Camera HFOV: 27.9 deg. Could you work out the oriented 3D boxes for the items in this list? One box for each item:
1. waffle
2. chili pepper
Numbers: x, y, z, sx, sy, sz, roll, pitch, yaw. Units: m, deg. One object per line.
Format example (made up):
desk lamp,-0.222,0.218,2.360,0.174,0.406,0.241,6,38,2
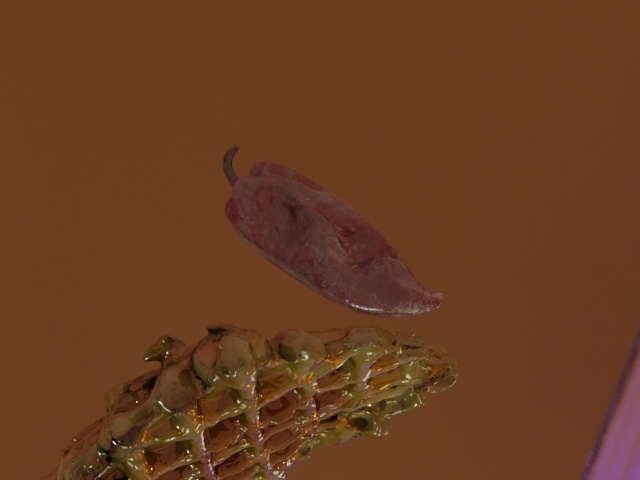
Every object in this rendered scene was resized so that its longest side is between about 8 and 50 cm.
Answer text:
waffle,-0.060,0.141,1.013,0.297,0.317,0.073,3,-125,-46
chili pepper,0.000,0.000,0.689,0.153,0.041,0.050,35,-86,19
